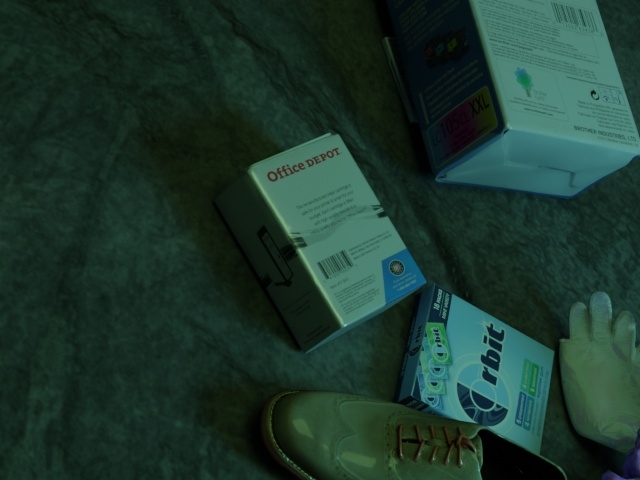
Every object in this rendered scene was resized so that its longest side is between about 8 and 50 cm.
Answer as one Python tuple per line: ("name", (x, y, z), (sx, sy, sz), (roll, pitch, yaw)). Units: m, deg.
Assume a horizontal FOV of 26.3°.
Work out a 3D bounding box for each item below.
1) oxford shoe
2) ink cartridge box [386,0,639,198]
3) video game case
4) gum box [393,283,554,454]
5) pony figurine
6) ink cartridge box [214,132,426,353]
("oxford shoe", (0.104, 0.217, 1.450), (0.348, 0.130, 0.123), (18, 57, -27))
("ink cartridge box", (0.238, -0.269, 1.784), (0.270, 0.151, 0.395), (6, 64, -39))
("video game case", (0.133, -0.209, 1.781), (0.087, 0.011, 0.122), (-5, 69, -37))
("gum box", (0.182, 0.160, 1.596), (0.184, 0.041, 0.157), (29, 53, -18))
("pony figurine", (0.454, 0.244, 1.622), (0.363, 0.303, 0.351), (28, 60, -39))
("ink cartridge box", (0.000, 0.000, 1.524), (0.148, 0.086, 0.203), (-24, 81, -41))
